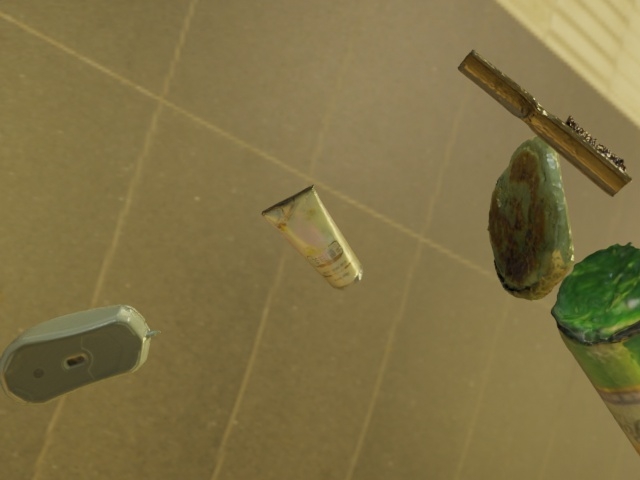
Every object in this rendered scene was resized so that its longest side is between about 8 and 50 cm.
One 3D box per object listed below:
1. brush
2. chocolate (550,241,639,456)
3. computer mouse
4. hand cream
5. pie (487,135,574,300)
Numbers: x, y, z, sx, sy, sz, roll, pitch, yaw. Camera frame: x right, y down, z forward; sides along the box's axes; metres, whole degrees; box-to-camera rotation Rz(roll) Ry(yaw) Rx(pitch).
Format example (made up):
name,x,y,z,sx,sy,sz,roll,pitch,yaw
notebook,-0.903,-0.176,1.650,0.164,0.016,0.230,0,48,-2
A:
name,x,y,z,sx,sy,sz,roll,pitch,yaw
brush,0.271,-0.145,1.509,0.248,0.043,0.036,38,45,-4
chocolate,0.290,0.140,1.024,0.110,0.110,0.291,-52,125,-28
computer mouse,-0.268,0.119,1.395,0.181,0.056,0.089,-17,122,-11
hand cream,0.000,0.000,1.292,0.143,0.061,0.039,50,19,-42
pie,0.306,-0.031,1.808,0.054,0.240,0.241,4,97,-16
